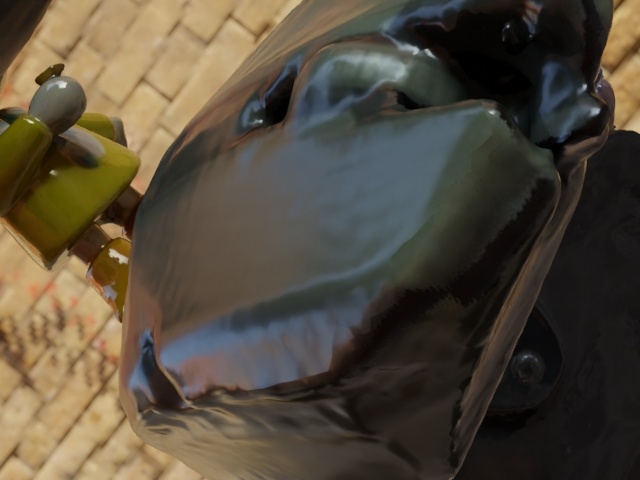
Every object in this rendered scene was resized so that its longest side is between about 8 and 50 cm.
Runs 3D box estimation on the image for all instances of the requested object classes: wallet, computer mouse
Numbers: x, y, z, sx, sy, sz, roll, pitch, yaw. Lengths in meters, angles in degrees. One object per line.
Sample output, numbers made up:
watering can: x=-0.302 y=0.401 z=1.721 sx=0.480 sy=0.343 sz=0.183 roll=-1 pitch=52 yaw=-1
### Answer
wallet: x=0.180 y=0.110 z=1.191 sx=0.378 sy=0.197 sz=0.051 roll=-60 pitch=23 yaw=-4
computer mouse: x=-0.002 y=-0.002 z=0.708 sx=0.429 sy=0.145 sz=0.228 roll=128 pitch=165 yaw=-67

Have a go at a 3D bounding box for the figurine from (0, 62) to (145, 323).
figurine: x=-0.243 y=-0.075 z=1.109 sx=0.187 sy=0.343 sz=0.215 roll=-57 pitch=3 yaw=14

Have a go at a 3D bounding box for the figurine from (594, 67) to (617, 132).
figurine: x=0.151 y=-0.078 z=1.233 sx=0.114 sy=0.144 sz=0.178 roll=-76 pitch=-3 yaw=-45

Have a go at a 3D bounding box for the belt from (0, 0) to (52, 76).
belt: x=-0.212 y=-0.213 z=0.469 sx=0.173 sy=0.300 sz=0.437 roll=-44 pitch=-46 yaw=-80
